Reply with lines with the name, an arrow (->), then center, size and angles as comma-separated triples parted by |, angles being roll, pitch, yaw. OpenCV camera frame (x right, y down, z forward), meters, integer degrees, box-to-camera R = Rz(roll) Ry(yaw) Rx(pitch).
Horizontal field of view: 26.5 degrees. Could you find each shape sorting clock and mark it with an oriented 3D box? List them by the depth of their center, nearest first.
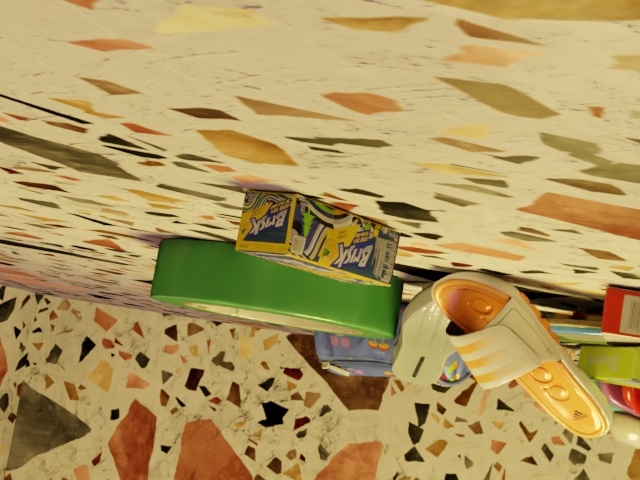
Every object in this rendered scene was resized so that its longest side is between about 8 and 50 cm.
shape sorting clock -> 0.320, 0.102, 1.674 | 0.206, 0.040, 0.206 | 6, 172, 1

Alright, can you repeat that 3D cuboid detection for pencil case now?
pencil case -> 0.108, 0.158, 2.096 | 0.306, 0.133, 0.119 | -1, 135, 53

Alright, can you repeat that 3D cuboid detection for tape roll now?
tape roll -> -0.056, 0.065, 1.750 | 0.321, 0.077, 0.321 | 9, 174, 1

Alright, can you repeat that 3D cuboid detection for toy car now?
toy car -> 0.456, 0.205, 1.902 | 0.136, 0.159, 0.182 | 26, 169, -20

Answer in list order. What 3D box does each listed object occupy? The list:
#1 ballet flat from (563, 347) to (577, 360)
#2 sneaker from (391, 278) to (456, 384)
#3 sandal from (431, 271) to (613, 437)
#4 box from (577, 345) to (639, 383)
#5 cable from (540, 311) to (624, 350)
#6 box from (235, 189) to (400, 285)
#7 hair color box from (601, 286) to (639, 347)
ballet flat -> 0.359, 0.181, 2.155 | 0.091, 0.077, 0.241 | 6, 174, 19
sneaker -> 0.139, 0.090, 1.657 | 0.094, 0.091, 0.258 | 14, 152, -7
sandal -> 0.223, 0.142, 1.503 | 0.265, 0.076, 0.102 | 44, 139, -10
box -> 0.365, 0.144, 1.493 | 0.109, 0.042, 0.178 | 11, 174, -10
cable -> 0.354, 0.134, 1.886 | 0.185, 0.047, 0.150 | 8, 174, 5
box -> 0.000, 0.000, 1.192 | 0.059, 0.054, 0.169 | 5, 171, 35
hair color box -> 0.353, 0.088, 1.458 | 0.093, 0.053, 0.167 | 8, 172, 15
